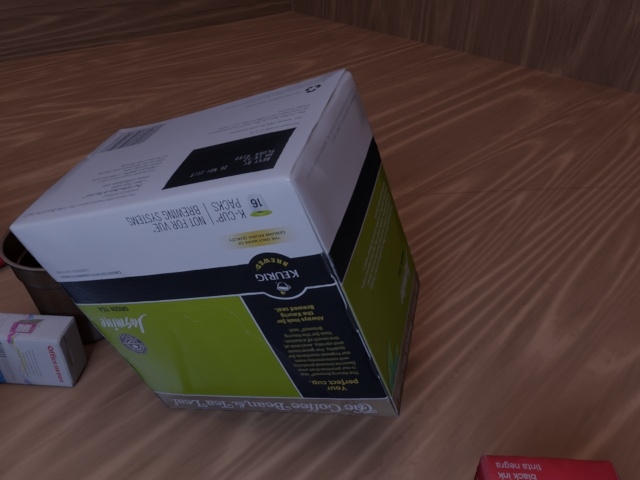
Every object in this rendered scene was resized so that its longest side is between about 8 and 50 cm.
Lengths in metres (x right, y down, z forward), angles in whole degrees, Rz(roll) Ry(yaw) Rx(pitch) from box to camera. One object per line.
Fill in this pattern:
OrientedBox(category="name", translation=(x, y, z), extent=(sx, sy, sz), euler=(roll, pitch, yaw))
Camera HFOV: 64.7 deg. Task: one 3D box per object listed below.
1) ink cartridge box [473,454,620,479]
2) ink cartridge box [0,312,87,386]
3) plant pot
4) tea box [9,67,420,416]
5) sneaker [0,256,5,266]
OrientedBox(category="ink cartridge box", translation=(0.179, 0.334, 0.362), extent=(0.114, 0.197, 0.273), euler=(1, 35, 3))
OrientedBox(category="ink cartridge box", translation=(-0.397, 0.151, 0.696), extent=(0.122, 0.089, 0.052), euler=(4, 32, 3))
OrientedBox(category="plant pot", translation=(-0.368, 0.056, 0.766), extent=(0.166, 0.165, 0.167), euler=(1, 36, -1))
OrientedBox(category="tea box", translation=(-0.087, 0.024, 0.599), extent=(0.328, 0.324, 0.220), euler=(-6, 37, 24))
OrientedBox(category="sneaker", translation=(-0.544, 0.018, 0.920), extent=(0.066, 0.042, 0.118), euler=(8, 34, 15))
